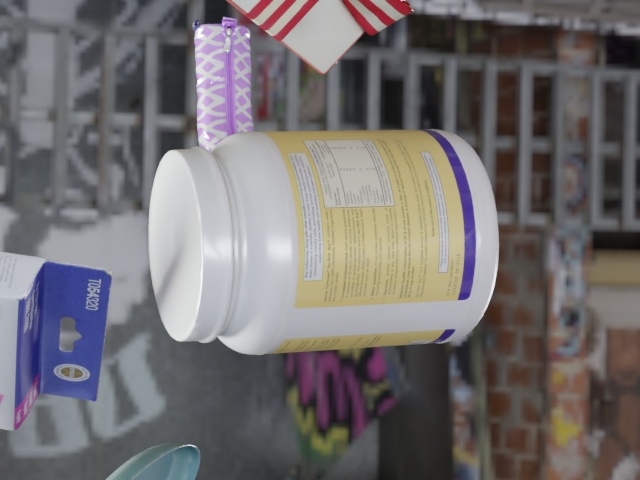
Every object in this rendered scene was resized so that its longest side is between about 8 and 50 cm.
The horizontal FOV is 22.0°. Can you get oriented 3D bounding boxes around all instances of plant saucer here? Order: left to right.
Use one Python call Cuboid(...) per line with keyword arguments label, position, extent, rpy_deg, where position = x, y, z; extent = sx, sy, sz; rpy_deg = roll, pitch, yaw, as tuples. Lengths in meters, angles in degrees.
Cuboid(label="plant saucer", position=(-0.297, 0.416, 2.426), extent=(0.044, 0.317, 0.317), rpy_deg=(37, -168, 18))

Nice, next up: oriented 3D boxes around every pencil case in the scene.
Cuboid(label="pencil case", position=(-0.135, -0.214, 2.363), extent=(0.086, 0.206, 0.088), rpy_deg=(-1, 173, -25))

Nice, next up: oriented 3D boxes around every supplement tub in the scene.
Cuboid(label="supplement tub", position=(0.000, 0.000, 1.790), extent=(0.331, 0.241, 0.241), rpy_deg=(-2, 180, -21))

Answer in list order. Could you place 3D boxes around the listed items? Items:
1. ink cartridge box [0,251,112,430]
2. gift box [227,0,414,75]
Cuboid(label="ink cartridge box", position=(-0.412, 0.112, 1.867), extent=(0.330, 0.071, 0.324), rpy_deg=(10, 147, -4))
Cuboid(label="gift box", position=(-0.019, -0.371, 1.764), extent=(0.255, 0.276, 0.258), rpy_deg=(27, -160, -41))
